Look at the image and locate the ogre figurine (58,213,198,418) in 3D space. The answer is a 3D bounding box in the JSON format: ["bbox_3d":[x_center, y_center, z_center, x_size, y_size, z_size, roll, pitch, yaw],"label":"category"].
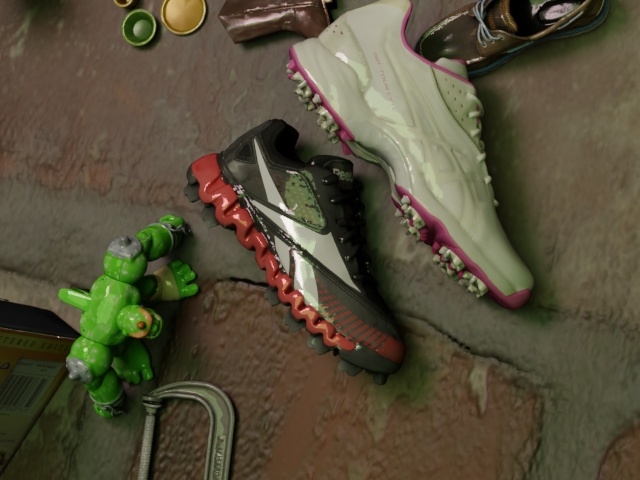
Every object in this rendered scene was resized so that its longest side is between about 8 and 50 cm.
[{"bbox_3d":[-0.185,0.070,1.448,0.097,0.118,0.197,40,97,17],"label":"ogre figurine"}]

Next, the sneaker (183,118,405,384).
[{"bbox_3d":[0.000,0.000,1.409,0.135,0.097,0.276,-42,73,11],"label":"sneaker"}]

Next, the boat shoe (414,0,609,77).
[{"bbox_3d":[0.166,-0.200,1.397,0.183,0.066,0.066,-20,79,14],"label":"boat shoe"}]

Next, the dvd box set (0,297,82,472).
[{"bbox_3d":[-0.412,0.234,1.401,0.062,0.307,0.420,35,95,20],"label":"dvd box set"}]

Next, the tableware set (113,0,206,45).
[{"bbox_3d":[-0.135,-0.257,1.519,0.154,0.024,0.104,-22,78,13],"label":"tableware set"}]

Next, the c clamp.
[{"bbox_3d":[-0.149,0.208,1.472,0.137,0.022,0.161,12,88,18],"label":"c clamp"}]

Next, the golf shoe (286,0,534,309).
[{"bbox_3d":[0.106,-0.080,1.364,0.140,0.115,0.306,-39,94,-6],"label":"golf shoe"}]

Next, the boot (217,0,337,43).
[{"bbox_3d":[-0.040,-0.196,1.475,0.114,0.037,0.106,-7,69,13],"label":"boot"}]
